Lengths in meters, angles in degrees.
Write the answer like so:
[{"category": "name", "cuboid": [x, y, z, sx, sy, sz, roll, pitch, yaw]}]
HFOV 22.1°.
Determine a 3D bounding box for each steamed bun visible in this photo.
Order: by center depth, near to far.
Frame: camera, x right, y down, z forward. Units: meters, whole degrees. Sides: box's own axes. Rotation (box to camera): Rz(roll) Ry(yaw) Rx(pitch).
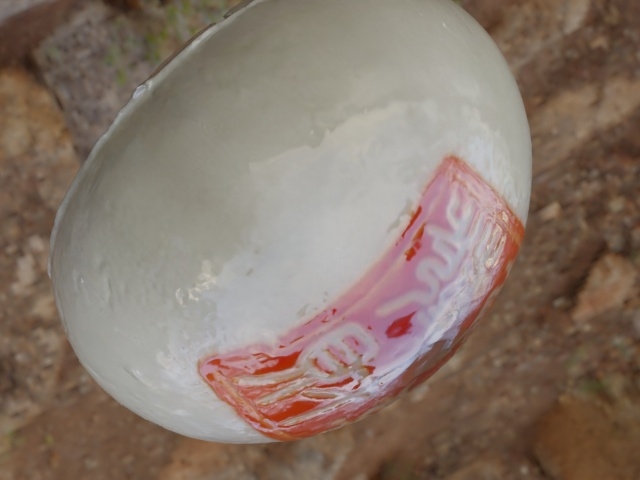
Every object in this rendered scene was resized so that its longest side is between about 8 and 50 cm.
[{"category": "steamed bun", "cuboid": [0.000, 0.000, 1.164, 0.374, 0.241, 0.374, -36, 163, -13]}]
